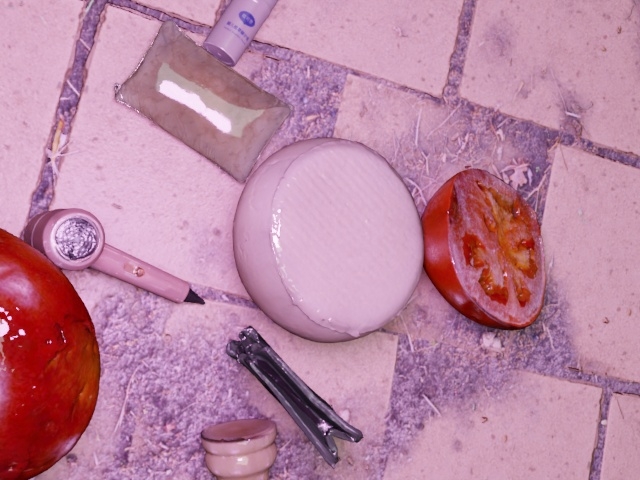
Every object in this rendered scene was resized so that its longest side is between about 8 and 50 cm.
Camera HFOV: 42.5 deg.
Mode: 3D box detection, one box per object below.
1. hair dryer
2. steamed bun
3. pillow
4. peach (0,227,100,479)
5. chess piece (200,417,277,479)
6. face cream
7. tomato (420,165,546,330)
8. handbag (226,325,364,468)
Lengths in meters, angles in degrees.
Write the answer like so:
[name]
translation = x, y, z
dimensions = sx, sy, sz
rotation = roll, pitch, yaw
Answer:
[hair dryer]
translation = -0.345, 0.044, 1.468
dimensions = 0.344, 0.189, 0.107
rotation = 26, 77, -28
[steamed bun]
translation = 0.000, 0.000, 1.516
dimensions = 0.374, 0.241, 0.375
rotation = 3, 85, -34
[pillow]
translation = -0.222, -0.265, 1.559
dimensions = 0.302, 0.075, 0.185
rotation = 34, 86, -12
[peach]
translation = -0.529, 0.169, 1.295
dimensions = 0.353, 0.339, 0.417
rotation = -20, 111, 5
[chess piece]
translation = -0.143, 0.469, 1.514
dimensions = 0.142, 0.143, 0.261
rotation = -5, 94, -17
[face cream]
translation = -0.132, -0.461, 1.600
dimensions = 0.077, 0.077, 0.250
rotation = 33, 78, -12
[tomato]
translation = 0.305, 0.030, 1.634
dimensions = 0.338, 0.143, 0.338
rotation = 18, 63, -38
[handbag]
translation = -0.055, 0.272, 1.485
dimensions = 0.079, 0.247, 0.260
rotation = -44, 100, -8
